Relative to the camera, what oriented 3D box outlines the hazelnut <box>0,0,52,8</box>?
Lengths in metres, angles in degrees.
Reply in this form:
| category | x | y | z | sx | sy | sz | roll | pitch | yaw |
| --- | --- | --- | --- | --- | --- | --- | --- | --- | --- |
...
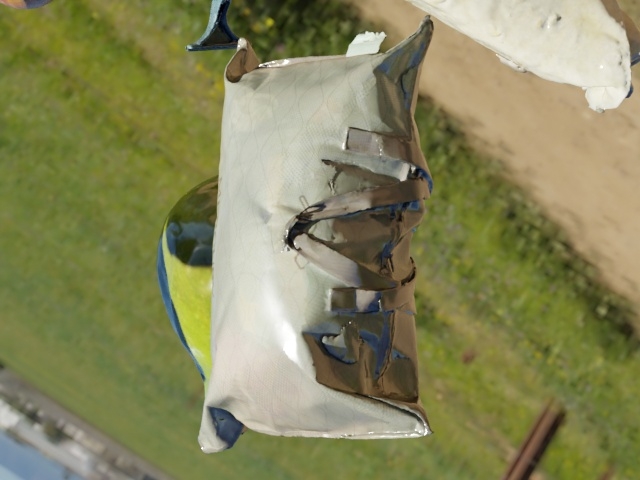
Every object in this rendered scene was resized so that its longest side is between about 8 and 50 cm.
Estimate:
| category | x | y | z | sx | sy | sz | roll | pitch | yaw |
| --- | --- | --- | --- | --- | --- | --- | --- | --- | --- |
| hazelnut | -0.367 | -0.371 | 1.725 | 0.150 | 0.150 | 0.150 | 31 | 166 | 8 |

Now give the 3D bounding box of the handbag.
| category | x | y | z | sx | sy | sz | roll | pitch | yaw |
| --- | --- | --- | --- | --- | --- | --- | --- | --- | --- |
| handbag | 0.000 | 0.000 | 0.846 | 0.182 | 0.270 | 0.117 | -1 | 171 | 39 |

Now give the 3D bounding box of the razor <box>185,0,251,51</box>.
| category | x | y | z | sx | sy | sz | roll | pitch | yaw |
| --- | --- | --- | --- | --- | --- | --- | --- | --- | --- |
| razor | -0.080 | -0.251 | 1.278 | 0.190 | 0.066 | 0.033 | 111 | 142 | -48 |

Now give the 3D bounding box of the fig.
| category | x | y | z | sx | sy | sz | roll | pitch | yaw |
| --- | --- | --- | --- | --- | --- | --- | --- | --- | --- |
| fig | -0.098 | 0.061 | 1.569 | 0.233 | 0.233 | 0.314 | 35 | 131 | -9 |

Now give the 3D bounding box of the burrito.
| category | x | y | z | sx | sy | sz | roll | pitch | yaw |
| --- | --- | --- | --- | --- | --- | --- | --- | --- | --- |
| burrito | 0.086 | -0.146 | 0.786 | 0.226 | 0.060 | 0.087 | 29 | 177 | -4 |
